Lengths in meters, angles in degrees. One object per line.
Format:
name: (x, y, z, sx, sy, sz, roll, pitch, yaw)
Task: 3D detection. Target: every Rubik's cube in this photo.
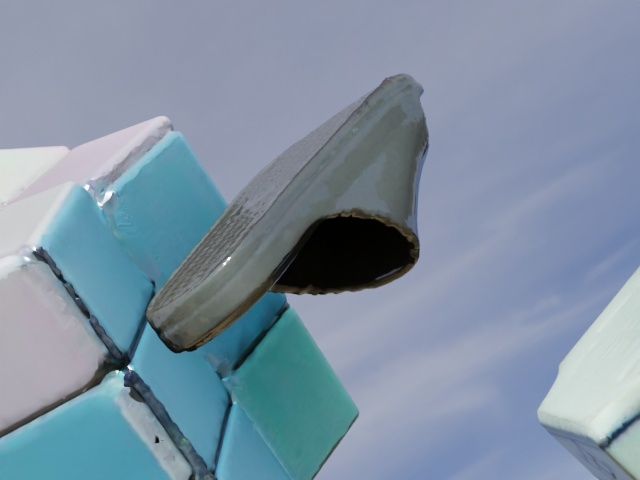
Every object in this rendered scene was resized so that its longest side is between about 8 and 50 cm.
Rubik's cube: (-0.197, 0.111, 0.893, 0.368, 0.387, 0.358, -16, 23, 43)

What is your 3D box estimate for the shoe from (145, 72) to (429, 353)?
shoe: (0.000, 0.000, 0.718, 0.108, 0.093, 0.241, -32, 12, 41)

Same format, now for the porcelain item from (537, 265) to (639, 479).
porcelain item: (0.315, 0.082, 0.958, 0.281, 0.157, 0.286, -49, -1, -7)
